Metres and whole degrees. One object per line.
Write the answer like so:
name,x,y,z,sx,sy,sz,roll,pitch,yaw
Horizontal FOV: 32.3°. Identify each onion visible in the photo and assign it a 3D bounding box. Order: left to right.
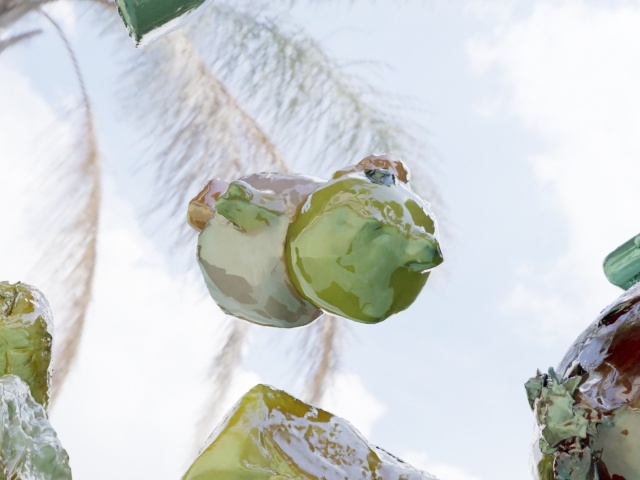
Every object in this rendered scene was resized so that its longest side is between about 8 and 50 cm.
onion,0.293,0.182,0.946,0.286,0.347,0.348,19,-29,-25

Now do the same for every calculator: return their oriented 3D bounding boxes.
calculator,0.447,0.031,1.368,0.141,0.045,0.246,-35,-36,25

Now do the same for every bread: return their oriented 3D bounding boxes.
bread,-0.310,0.150,1.099,0.083,0.114,0.211,4,-70,-14
bread,0.017,0.258,0.967,0.294,0.132,0.167,33,-54,-3

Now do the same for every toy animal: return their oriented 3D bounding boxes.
toy animal,0.001,0.004,1.060,0.281,0.169,0.195,-8,-27,41

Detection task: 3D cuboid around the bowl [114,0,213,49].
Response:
bowl,-0.191,-0.416,1.276,0.354,0.185,0.353,160,-90,-83

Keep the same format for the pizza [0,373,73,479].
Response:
pizza,-0.110,0.135,0.271,0.194,0.154,0.069,53,-13,28
